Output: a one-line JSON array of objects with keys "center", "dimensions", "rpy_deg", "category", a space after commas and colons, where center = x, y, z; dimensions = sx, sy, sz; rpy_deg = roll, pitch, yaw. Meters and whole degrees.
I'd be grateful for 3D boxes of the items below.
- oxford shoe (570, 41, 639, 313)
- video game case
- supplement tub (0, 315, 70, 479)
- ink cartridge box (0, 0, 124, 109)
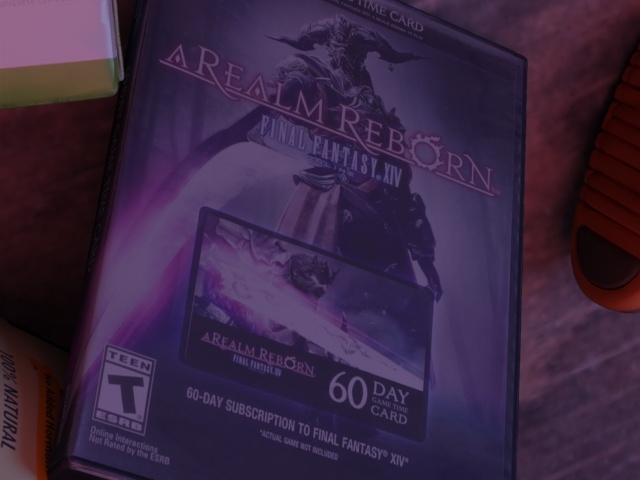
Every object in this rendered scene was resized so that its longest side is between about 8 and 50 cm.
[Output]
[{"center": [0.262, -0.100, 0.823], "dimensions": [0.133, 0.130, 0.363], "rpy_deg": [34, 96, -29], "category": "oxford shoe"}, {"center": [0.000, 0.000, 0.729], "dimensions": [0.196, 0.026, 0.274], "rpy_deg": [21, 56, -22], "category": "video game case"}, {"center": [-0.199, 0.125, 0.685], "dimensions": [0.325, 0.235, 0.235], "rpy_deg": [30, 97, -34], "category": "supplement tub"}, {"center": [-0.187, -0.178, 0.683], "dimensions": [0.189, 0.097, 0.255], "rpy_deg": [-7, 102, -14], "category": "ink cartridge box"}]
